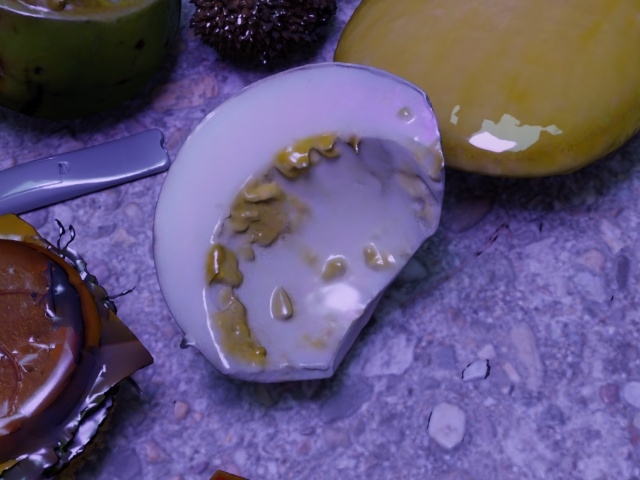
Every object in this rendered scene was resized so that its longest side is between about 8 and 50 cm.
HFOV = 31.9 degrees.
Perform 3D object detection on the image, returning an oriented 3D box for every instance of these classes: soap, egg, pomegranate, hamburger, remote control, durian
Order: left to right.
[{"bbox_3d":[-0.265,0.105,0.921,0.261,0.139,0.243,-37,64,-14],"label":"hamburger"},{"bbox_3d":[-0.246,-0.252,1.074,0.260,0.261,0.341,17,34,15],"label":"pomegranate"},{"bbox_3d":[-0.238,-0.067,1.080,0.184,0.027,0.050,-17,61,-4],"label":"remote control"},{"bbox_3d":[-0.055,-0.263,1.069,0.166,0.196,0.196,-2,60,18],"label":"durian"},{"bbox_3d":[-0.009,-0.015,0.937,0.206,0.162,0.271,40,93,28],"label":"egg"},{"bbox_3d":[0.199,-0.209,1.053,0.306,0.115,0.427,26,56,22],"label":"soap"}]

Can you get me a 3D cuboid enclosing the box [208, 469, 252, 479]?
[{"bbox_3d":[-0.074,0.300,0.725,0.197,0.089,0.313,8,35,33],"label":"box"}]
